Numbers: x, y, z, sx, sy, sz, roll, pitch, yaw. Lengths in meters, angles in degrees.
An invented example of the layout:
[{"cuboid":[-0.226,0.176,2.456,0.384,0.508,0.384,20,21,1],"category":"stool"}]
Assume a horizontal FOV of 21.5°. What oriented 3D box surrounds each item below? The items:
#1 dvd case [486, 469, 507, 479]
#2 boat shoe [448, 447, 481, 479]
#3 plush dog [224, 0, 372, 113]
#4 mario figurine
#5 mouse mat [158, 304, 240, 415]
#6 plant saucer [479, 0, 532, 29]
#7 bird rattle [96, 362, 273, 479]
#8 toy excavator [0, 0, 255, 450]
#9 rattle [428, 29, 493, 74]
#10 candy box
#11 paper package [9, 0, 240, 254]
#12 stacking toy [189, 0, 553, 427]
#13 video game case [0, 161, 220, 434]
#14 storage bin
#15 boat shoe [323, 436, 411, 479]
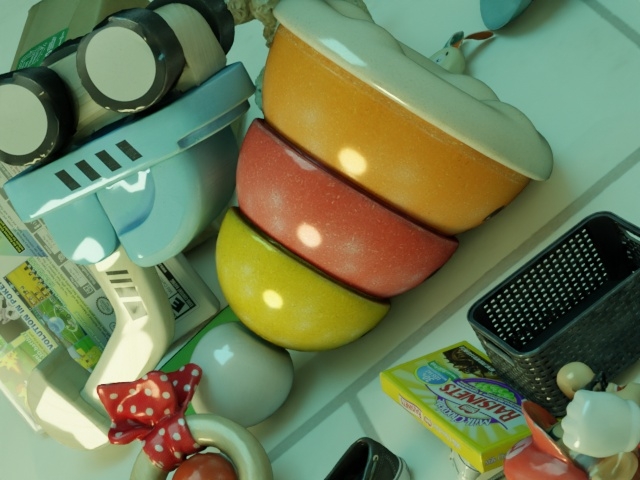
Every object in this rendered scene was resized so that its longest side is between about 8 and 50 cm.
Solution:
[{"cuboid":[0.188,0.248,1.542,0.087,0.013,0.119,-35,30,13],"category":"dvd case"},{"cuboid":[0.137,0.204,1.634,0.035,0.035,0.100,-63,18,18],"category":"boat shoe"},{"cuboid":[0.001,-0.270,2.181,0.210,0.262,0.225,-28,25,-12],"category":"plush dog"},{"cuboid":[0.291,0.117,1.422,0.320,0.198,0.170,-30,46,13],"category":"mario figurine"},{"cuboid":[-0.126,0.144,2.033,0.189,0.007,0.152,-42,31,-1],"category":"mouse mat"},{"cuboid":[0.255,-0.356,2.122,0.195,0.037,0.195,-168,90,-74],"category":"plant saucer"},{"cuboid":[-0.143,0.257,1.788,0.207,0.143,0.254,6,69,22],"category":"bird rattle"},{"cuboid":[-0.225,-0.012,1.933,0.433,0.445,0.222,-24,9,22],"category":"toy excavator"},{"cuboid":[0.108,-0.224,2.097,0.200,0.142,0.130,-52,13,-3],"category":"rattle"},{"cuboid":[0.149,0.159,1.639,0.105,0.027,0.206,-21,26,-19],"category":"candy box"},{"cuboid":[-0.269,-0.161,2.273,0.168,0.309,0.325,-29,34,26],"category":"paper package"},{"cuboid":[0.000,0.000,1.862,0.480,0.350,0.350,-58,30,10],"category":"stacking toy"},{"cuboid":[-0.340,0.038,2.106,0.300,0.329,0.036,-35,11,13],"category":"video game case"},{"cuboid":[0.246,0.068,1.600,0.180,0.084,0.122,-37,30,-9],"category":"storage bin"},{"cuboid":[-0.005,0.288,1.650,0.228,0.076,0.080,-47,31,-7],"category":"boat shoe"}]
